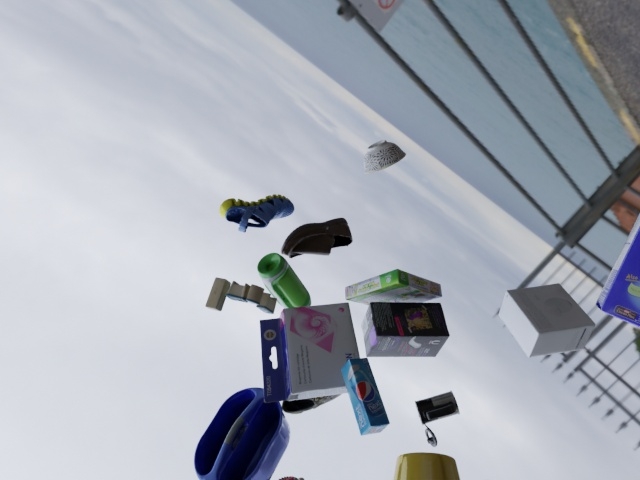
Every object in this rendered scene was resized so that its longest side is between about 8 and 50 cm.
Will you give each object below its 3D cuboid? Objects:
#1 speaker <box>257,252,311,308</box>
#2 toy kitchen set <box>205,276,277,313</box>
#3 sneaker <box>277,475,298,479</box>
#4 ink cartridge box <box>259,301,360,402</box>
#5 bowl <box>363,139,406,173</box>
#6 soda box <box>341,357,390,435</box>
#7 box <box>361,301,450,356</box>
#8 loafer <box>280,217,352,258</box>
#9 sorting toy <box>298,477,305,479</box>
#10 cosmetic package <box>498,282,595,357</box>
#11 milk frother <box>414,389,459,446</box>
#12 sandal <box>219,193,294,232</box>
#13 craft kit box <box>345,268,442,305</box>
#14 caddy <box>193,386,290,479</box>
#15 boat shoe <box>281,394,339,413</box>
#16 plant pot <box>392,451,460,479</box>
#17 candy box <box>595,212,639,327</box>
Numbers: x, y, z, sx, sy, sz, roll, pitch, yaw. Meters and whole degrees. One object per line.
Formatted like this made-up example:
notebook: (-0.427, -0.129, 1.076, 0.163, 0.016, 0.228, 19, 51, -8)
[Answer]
speaker: (-0.144, 0.184, 2.075, 0.297, 0.131, 0.131, 59, 177, -41)
toy kitchen set: (-0.302, 0.241, 1.957, 0.207, 0.122, 0.166, 8, 159, 26)
sneaker: (-0.152, 0.947, 1.762, 0.262, 0.104, 0.125, -44, -57, -49)
ink cartridge box: (-0.038, 0.370, 1.719, 0.329, 0.071, 0.324, -5, -132, -6)
bowl: (0.221, -0.318, 1.860, 0.080, 0.170, 0.170, 63, -172, -17)
soda box: (0.129, 0.457, 1.496, 0.067, 0.071, 0.210, 1, -131, -25)
box: (0.301, 0.323, 1.832, 0.270, 0.165, 0.143, 3, -130, -10)
loafer: (0.000, 0.000, 2.141, 0.365, 0.134, 0.130, -20, -122, -33)
sorting toy: (-0.078, 0.992, 1.805, 0.038, 0.208, 0.193, 13, -172, -22)
cosmetic package: (0.816, 0.288, 1.849, 0.224, 0.138, 0.224, -5, -143, -11)
milk frother: (0.408, 0.606, 1.723, 0.129, 0.134, 0.143, -91, -16, -79)
sandal: (-0.243, -0.100, 2.056, 0.317, 0.126, 0.138, -12, -131, -29)
craft kit box: (0.260, 0.184, 1.813, 0.246, 0.249, 0.061, 17, -120, -40)
caddy: (-0.251, 0.644, 1.631, 0.241, 0.341, 0.179, 11, 141, 29)
boat shoe: (-0.019, 0.532, 1.776, 0.091, 0.305, 0.109, -18, -106, -54)
plant pot: (0.284, 0.706, 1.345, 0.254, 0.254, 0.239, 28, -131, -31)
candy box: (0.865, 0.075, 1.209, 0.268, 0.317, 0.122, 25, -170, 18)
